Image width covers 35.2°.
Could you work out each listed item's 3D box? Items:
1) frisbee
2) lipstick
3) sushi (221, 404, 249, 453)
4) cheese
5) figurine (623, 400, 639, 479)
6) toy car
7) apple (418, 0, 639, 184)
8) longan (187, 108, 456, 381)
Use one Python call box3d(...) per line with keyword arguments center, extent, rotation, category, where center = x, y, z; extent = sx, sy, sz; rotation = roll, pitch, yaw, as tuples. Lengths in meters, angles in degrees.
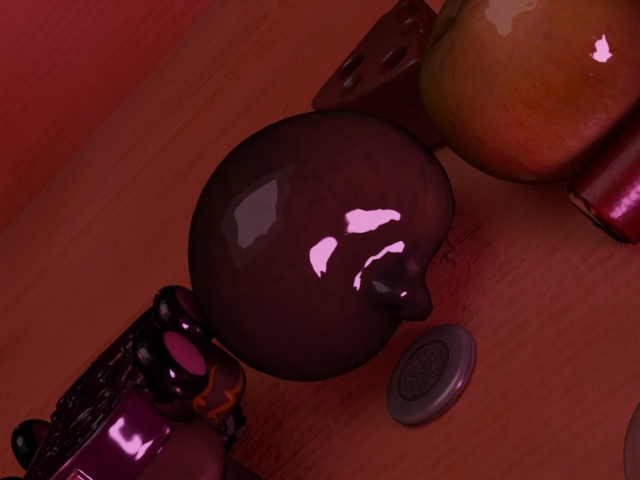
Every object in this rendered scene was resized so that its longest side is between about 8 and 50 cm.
box3d(center=(0.102, 0.126, 0.959), extent=(0.110, 0.014, 0.110), rotation=(-40, 27, 26), category="frisbee")
box3d(center=(0.308, -0.104, 0.831), extent=(0.241, 0.080, 0.080), rotation=(-49, 25, 8), category="lipstick")
box3d(center=(-0.169, 0.230, 1.254), extent=(0.192, 0.043, 0.279), rotation=(-50, 31, 2), category="sushi")
box3d(center=(0.119, -0.191, 1.231), extent=(0.203, 0.128, 0.177), rotation=(-49, 26, -2), category="cheese")
box3d(center=(0.228, 0.191, 0.539), extent=(0.155, 0.127, 0.235), rotation=(-13, 50, 40), category="figurine")
box3d(center=(-0.166, 0.226, 1.042), extent=(0.271, 0.240, 0.340), rotation=(-43, 14, 15), category="toy car")
box3d(center=(0.205, -0.172, 0.950), extent=(0.260, 0.194, 0.261), rotation=(-60, 9, 16), category="apple")
box3d(center=(0.000, 0.000, 1.039), extent=(0.300, 0.243, 0.300), rotation=(-20, 55, 31), category="longan")
